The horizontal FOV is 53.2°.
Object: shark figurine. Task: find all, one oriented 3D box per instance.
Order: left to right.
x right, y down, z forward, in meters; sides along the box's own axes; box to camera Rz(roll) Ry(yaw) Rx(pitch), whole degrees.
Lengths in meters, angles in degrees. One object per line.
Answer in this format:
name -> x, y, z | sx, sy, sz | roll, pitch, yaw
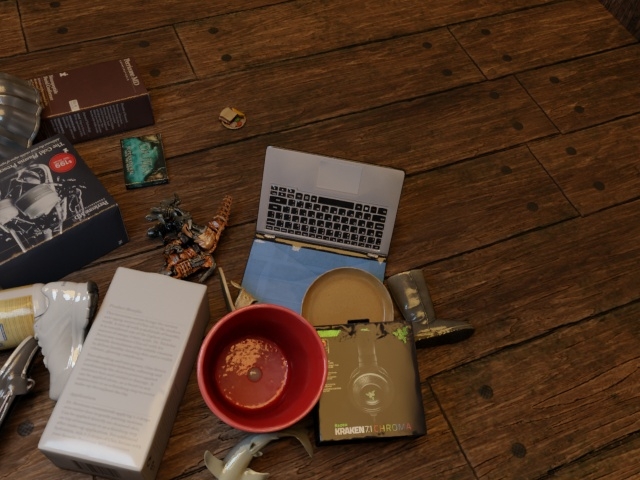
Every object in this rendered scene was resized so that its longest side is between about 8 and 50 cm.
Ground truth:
shark figurine -> -0.157, 0.475, 1.433 | 0.278, 0.116, 0.166 | -37, 100, -17

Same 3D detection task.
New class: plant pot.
plant pot -> -0.141, 0.292, 1.436 | 0.275, 0.243, 0.274 | 3, 75, -12
plant pot -> 0.067, 0.187, 1.634 | 0.236, 0.032, 0.236 | 0, 81, -2

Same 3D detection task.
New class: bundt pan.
bundt pan -> -0.942, -0.331, 1.791 | 0.331, 0.124, 0.330 | -9, 71, 27

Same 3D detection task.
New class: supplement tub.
supplement tub -> -0.724, 0.184, 1.548 | 0.200, 0.144, 0.144 | -10, 58, -12

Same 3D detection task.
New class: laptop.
laptop -> 0.000, 0.000, 1.687 | 0.382, 0.407, 0.236 | 10, 22, 2

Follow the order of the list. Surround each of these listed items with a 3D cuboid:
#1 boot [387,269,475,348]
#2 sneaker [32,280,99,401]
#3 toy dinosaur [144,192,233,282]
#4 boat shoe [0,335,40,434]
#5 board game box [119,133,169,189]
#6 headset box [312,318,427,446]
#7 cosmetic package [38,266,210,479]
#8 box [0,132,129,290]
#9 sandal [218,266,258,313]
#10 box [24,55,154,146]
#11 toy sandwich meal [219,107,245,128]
boot -> 0.291, 0.173, 1.693 | 0.190, 0.076, 0.208 | -5, 50, -11
sneaker -> -0.600, 0.229, 1.486 | 0.129, 0.111, 0.297 | 10, 95, -8
toy dinosaur -> -0.356, -0.003, 1.734 | 0.218, 0.164, 0.322 | 37, 41, 3
boat shoe -> -0.714, 0.380, 1.439 | 0.096, 0.112, 0.335 | 30, 68, -5
board game box -> -0.531, -0.240, 1.922 | 0.126, 0.026, 0.186 | -11, 58, -11
headset box -> 0.102, 0.326, 1.501 | 0.247, 0.131, 0.283 | -1, 67, -6
cosmetic package -> -0.431, 0.306, 1.480 | 0.230, 0.161, 0.453 | 12, 56, 3
box -> -0.748, -0.067, 1.697 | 0.343, 0.179, 0.312 | -33, 66, -23
sandal -> -0.194, 0.176, 1.625 | 0.079, 0.088, 0.240 | -13, 74, -15
box -> -0.727, -0.419, 1.962 | 0.382, 0.143, 0.191 | -18, 59, -18
toy sandwich meal -> -0.280, -0.393, 2.043 | 0.086, 0.029, 0.085 | 2, 56, -3
